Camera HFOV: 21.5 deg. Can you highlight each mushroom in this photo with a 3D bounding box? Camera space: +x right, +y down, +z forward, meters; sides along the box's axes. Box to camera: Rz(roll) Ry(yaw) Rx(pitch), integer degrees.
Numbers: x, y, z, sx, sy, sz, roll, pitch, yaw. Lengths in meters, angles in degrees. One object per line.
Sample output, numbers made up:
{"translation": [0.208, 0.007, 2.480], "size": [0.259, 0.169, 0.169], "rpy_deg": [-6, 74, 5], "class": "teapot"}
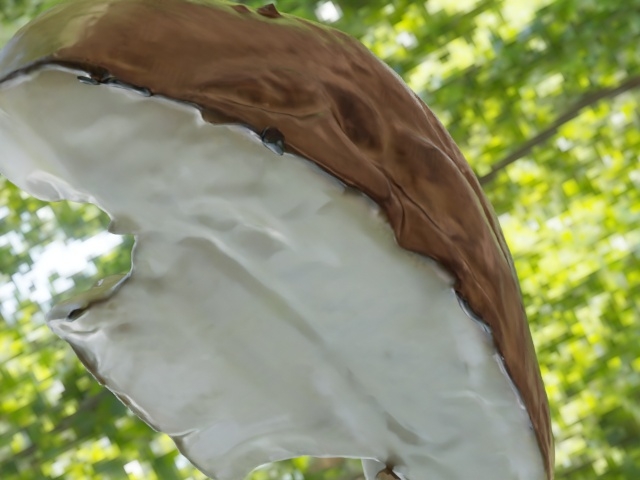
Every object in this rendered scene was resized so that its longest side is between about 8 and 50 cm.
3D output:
{"translation": [0.000, 0.000, 0.657], "size": [0.286, 0.156, 0.151], "rpy_deg": [48, -145, -23], "class": "mushroom"}
